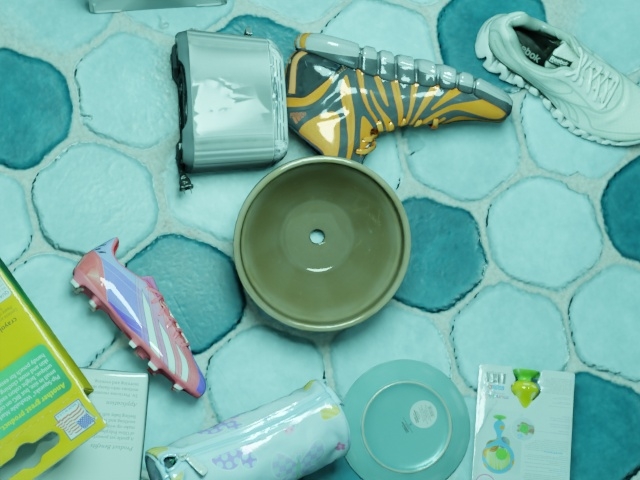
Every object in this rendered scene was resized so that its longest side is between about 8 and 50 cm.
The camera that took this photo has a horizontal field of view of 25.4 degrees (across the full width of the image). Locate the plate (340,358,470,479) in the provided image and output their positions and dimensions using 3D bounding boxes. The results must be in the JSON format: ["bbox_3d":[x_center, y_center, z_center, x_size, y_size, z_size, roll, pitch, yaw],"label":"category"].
[{"bbox_3d":[0.118,0.259,1.970,0.188,0.024,0.188,1,84,-6],"label":"plate"}]

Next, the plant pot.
[{"bbox_3d":[0.000,0.000,1.928,0.237,0.110,0.237,0,96,-3],"label":"plant pot"}]

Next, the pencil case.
[{"bbox_3d":[-0.096,0.279,1.870,0.273,0.113,0.124,-20,129,-22],"label":"pencil case"}]

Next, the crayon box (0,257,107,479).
[{"bbox_3d":[-0.427,0.155,1.739,0.203,0.083,0.323,-36,84,-4],"label":"crayon box"}]

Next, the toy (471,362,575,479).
[{"bbox_3d":[0.276,0.296,1.971,0.137,0.056,0.237,6,78,-3],"label":"toy"}]

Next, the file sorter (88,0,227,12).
[{"bbox_3d":[-0.221,-0.427,1.872,0.193,0.277,0.173,-6,83,-8],"label":"file sorter"}]

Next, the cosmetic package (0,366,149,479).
[{"bbox_3d":[-0.332,0.346,1.838,0.197,0.155,0.365,6,84,-6],"label":"cosmetic package"}]

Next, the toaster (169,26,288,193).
[{"bbox_3d":[-0.125,-0.179,1.933,0.146,0.129,0.227,-3,83,-10],"label":"toaster"}]

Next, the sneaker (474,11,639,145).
[{"bbox_3d":[0.358,-0.230,2.006,0.292,0.118,0.110,29,80,-5],"label":"sneaker"}]

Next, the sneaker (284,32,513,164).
[{"bbox_3d":[0.099,-0.168,1.977,0.321,0.124,0.180,13,93,-4],"label":"sneaker"}]

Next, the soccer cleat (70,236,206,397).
[{"bbox_3d":[-0.232,0.106,1.917,0.248,0.083,0.095,45,76,2],"label":"soccer cleat"}]
